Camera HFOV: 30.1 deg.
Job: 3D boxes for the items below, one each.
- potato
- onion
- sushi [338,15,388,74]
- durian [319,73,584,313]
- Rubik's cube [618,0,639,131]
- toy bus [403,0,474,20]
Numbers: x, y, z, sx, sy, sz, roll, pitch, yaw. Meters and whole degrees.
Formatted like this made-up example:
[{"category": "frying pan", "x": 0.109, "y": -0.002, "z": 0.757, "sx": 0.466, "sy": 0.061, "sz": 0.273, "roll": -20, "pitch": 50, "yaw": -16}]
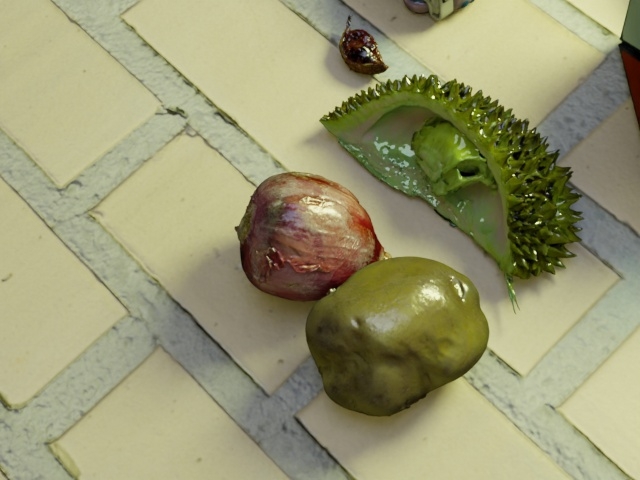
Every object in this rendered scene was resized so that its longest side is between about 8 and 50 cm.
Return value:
[{"category": "potato", "x": 0.085, "y": 0.102, "z": 1.327, "sx": 0.200, "sy": 0.155, "sz": 0.137, "roll": -25, "pitch": 26, "yaw": -4}, {"category": "onion", "x": 0.000, "y": 0.000, "z": 1.390, "sx": 0.194, "sy": 0.159, "sz": 0.160, "roll": 11, "pitch": 62, "yaw": -19}, {"category": "sushi", "x": 0.053, "y": -0.248, "z": 1.555, "sx": 0.050, "sy": 0.047, "sz": 0.099, "roll": -37, "pitch": 65, "yaw": -10}, {"category": "durian", "x": 0.181, "y": -0.093, "z": 1.454, "sx": 0.355, "sy": 0.157, "sz": 0.169, "roll": 44, "pitch": 110, "yaw": 23}, {"category": "Rubik's cube", "x": 0.505, "y": -0.221, "z": 1.389, "sx": 0.248, "sy": 0.246, "sz": 0.250, "roll": -5, "pitch": 62, "yaw": 1}, {"category": "toy bus", "x": 0.142, "y": -0.408, "z": 1.575, "sx": 0.142, "sy": 0.142, "sz": 0.202, "roll": -35, "pitch": 65, "yaw": -12}]
